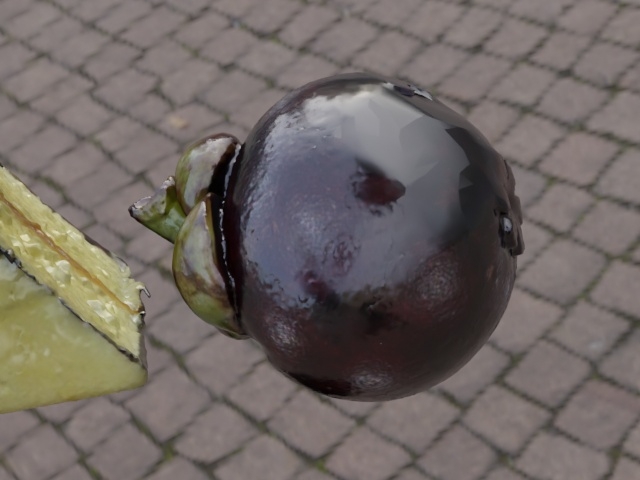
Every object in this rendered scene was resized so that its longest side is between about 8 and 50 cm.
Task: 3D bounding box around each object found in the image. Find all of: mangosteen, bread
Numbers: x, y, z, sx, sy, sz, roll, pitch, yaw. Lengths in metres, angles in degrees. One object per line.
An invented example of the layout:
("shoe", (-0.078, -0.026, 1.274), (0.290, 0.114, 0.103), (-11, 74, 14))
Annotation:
("mangosteen", (0.000, 0.000, 0.937), (0.231, 0.194, 0.194), (-5, 42, 14))
("bread", (-0.210, 0.033, 1.173), (0.141, 0.178, 0.266), (-60, 15, 11))
